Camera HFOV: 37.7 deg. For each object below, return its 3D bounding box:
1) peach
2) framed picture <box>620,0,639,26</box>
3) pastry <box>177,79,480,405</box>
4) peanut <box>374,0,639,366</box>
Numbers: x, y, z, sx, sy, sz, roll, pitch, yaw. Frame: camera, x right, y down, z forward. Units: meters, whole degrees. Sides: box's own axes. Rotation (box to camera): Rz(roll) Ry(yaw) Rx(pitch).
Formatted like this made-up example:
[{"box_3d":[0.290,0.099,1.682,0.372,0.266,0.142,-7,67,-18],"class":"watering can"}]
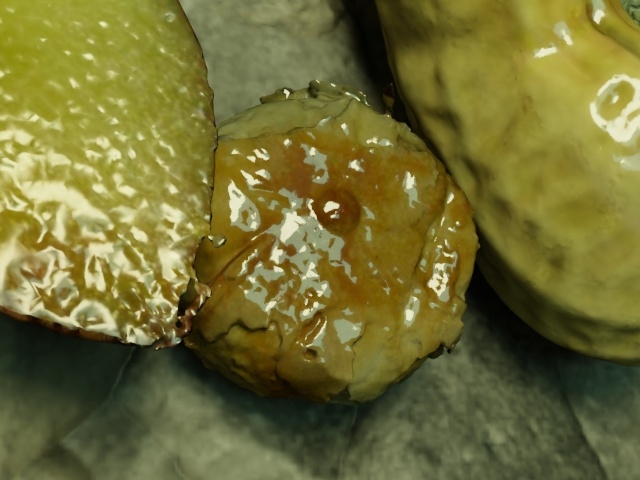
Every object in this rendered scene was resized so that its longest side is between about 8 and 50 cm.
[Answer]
[{"box_3d":[-0.142,-0.066,0.379,0.189,0.068,0.279,-31,83,-27],"class":"peach"},{"box_3d":[0.199,-0.164,0.617,0.274,0.017,0.217,32,64,-15],"class":"framed picture"},{"box_3d":[-0.001,0.003,0.430,0.153,0.081,0.153,4,81,-27],"class":"pastry"},{"box_3d":[0.113,-0.079,0.472,0.147,0.147,0.306,-26,87,-30],"class":"peanut"}]
